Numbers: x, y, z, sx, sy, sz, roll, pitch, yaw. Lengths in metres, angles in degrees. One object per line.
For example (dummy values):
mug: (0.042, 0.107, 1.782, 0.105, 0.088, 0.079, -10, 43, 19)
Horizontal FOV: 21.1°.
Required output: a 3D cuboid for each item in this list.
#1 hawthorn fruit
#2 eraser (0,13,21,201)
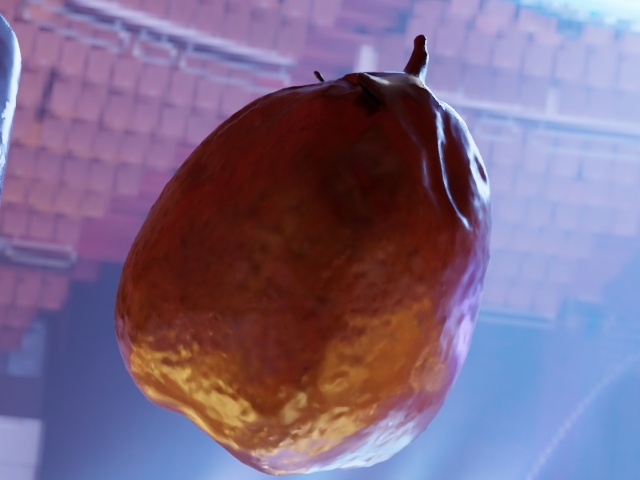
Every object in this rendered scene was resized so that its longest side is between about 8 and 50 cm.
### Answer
hawthorn fruit: (0.000, 0.000, 0.378, 0.081, 0.093, 0.081, 19, -159, -7)
eraser: (-0.118, -0.061, 0.261, 0.036, 0.082, 0.225, -25, 130, 22)
